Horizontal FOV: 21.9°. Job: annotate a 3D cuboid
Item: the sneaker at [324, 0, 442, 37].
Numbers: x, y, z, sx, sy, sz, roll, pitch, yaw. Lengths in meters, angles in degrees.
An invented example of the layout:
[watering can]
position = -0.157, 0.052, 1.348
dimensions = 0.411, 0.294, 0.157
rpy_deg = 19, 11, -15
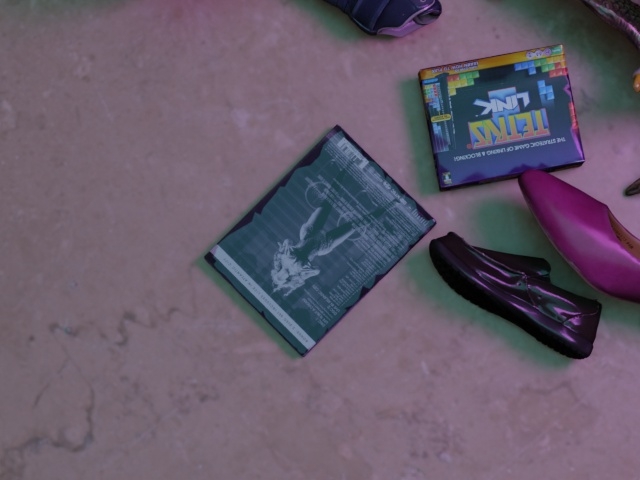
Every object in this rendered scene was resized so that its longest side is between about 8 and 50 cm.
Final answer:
[sneaker]
position = 0.100, -0.340, 1.908
dimensions = 0.163, 0.086, 0.226
rpy_deg = 39, 93, 12

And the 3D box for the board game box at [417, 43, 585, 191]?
[board game box]
position = 0.208, -0.141, 1.908
dimensions = 0.170, 0.048, 0.141
rpy_deg = -11, 83, 1

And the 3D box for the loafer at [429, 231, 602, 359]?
[loafer]
position = 0.224, 0.050, 1.881
dimensions = 0.220, 0.080, 0.078
rpy_deg = 33, 77, 0

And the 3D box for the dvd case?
[dvd case]
position = 0.000, 0.000, 1.917
dimensions = 0.164, 0.018, 0.221
rpy_deg = 45, 87, 4

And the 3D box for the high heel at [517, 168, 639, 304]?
[high heel]
position = 0.401, 0.010, 1.831
dimensions = 0.377, 0.127, 0.181
rpy_deg = 40, 110, -8

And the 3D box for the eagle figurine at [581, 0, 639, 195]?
[eagle figurine]
position = 0.385, -0.219, 1.819
dimensions = 0.226, 0.225, 0.298
rpy_deg = -22, 91, 11
